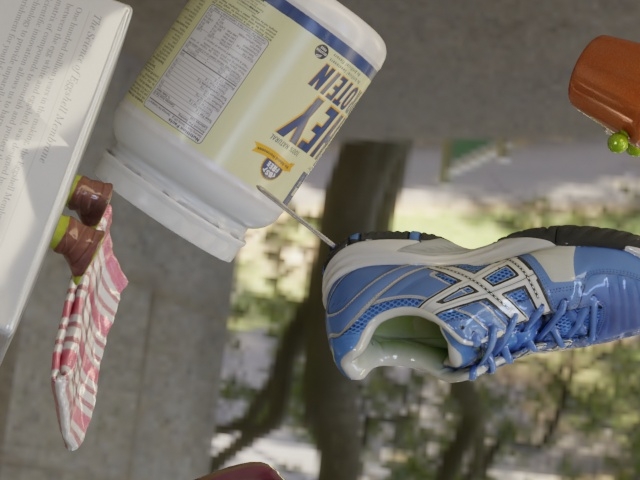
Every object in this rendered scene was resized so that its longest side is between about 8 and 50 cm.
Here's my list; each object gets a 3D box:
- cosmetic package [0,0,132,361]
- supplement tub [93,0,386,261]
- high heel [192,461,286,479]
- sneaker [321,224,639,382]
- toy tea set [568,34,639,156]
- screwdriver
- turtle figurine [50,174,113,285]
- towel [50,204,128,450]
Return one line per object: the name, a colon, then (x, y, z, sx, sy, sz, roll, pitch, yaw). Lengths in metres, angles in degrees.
cosmetic package: (-0.264, -0.068, 1.037, 0.225, 0.224, 0.138, 20, 163, -7)
supplement tub: (-0.099, -0.162, 1.972, 0.235, 0.324, 0.235, 34, -178, -2)
high heel: (-0.146, 0.243, 0.950, 0.377, 0.127, 0.181, -29, -159, -16)
sneaker: (0.103, 0.044, 0.925, 0.211, 0.081, 0.080, -4, 133, 12)
toy tea set: (0.358, -0.223, 1.556, 0.124, 0.336, 0.200, 28, -163, 27)
screwdriver: (0.000, 0.000, 1.443, 0.170, 0.025, 0.024, 32, -178, -34)
turtle figurine: (-0.285, -0.053, 1.382, 0.217, 0.087, 0.269, 21, -161, -15)
towel: (-0.215, 0.080, 1.537, 0.029, 0.197, 0.144, 6, 148, 3)
